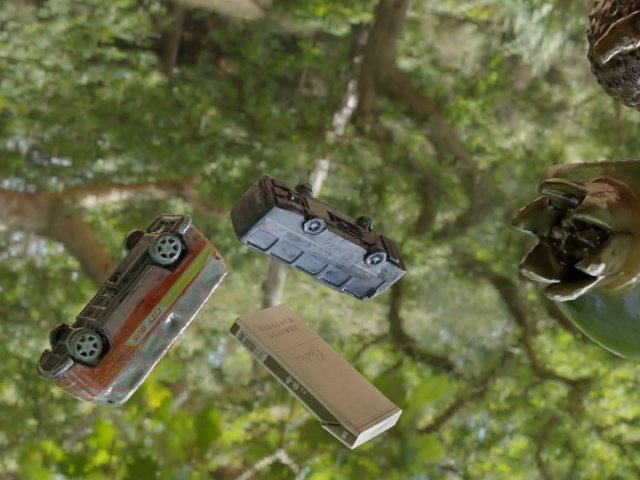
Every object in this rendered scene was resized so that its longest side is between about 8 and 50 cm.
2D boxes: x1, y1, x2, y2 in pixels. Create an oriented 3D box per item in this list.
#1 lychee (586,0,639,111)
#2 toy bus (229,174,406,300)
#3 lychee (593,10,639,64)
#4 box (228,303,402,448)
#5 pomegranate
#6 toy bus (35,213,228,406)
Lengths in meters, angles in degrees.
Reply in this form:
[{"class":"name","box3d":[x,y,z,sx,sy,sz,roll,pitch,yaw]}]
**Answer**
[{"class":"lychee","box3d":[0.479,-0.265,1.535,0.261,0.260,0.260,12,-172,-2]},{"class":"toy bus","box3d":[0.000,0.000,1.034,0.166,0.065,0.047,28,-151,-38]},{"class":"lychee","box3d":[0.328,-0.227,0.864,0.255,0.300,0.255,36,176,3]},{"class":"box","box3d":[-0.006,0.152,1.368,0.198,0.029,0.109,42,-156,18]},{"class":"pomegranate","box3d":[0.325,0.025,1.119,0.359,0.216,0.310,-9,-171,-39]},{"class":"toy bus","box3d":[-0.234,0.093,1.500,0.120,0.265,0.121,45,161,-22]}]
